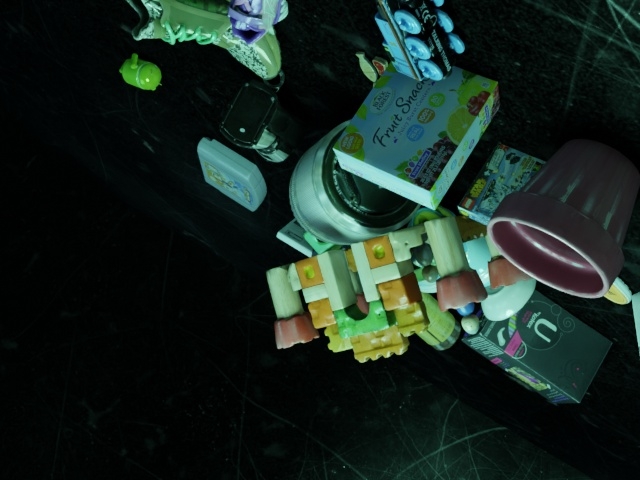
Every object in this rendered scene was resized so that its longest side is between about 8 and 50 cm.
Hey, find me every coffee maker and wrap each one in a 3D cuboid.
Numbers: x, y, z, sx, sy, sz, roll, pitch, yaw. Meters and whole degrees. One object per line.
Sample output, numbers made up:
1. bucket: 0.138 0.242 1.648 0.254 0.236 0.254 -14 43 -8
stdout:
1. coffee maker: -0.096 -0.249 1.796 0.120 0.171 0.178 55 -166 16

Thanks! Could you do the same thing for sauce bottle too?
1. sauce bottle: 0.248 0.170 2.449 0.344 0.111 0.111 43 163 -26

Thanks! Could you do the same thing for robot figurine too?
1. robot figurine: -0.434 -0.405 2.151 0.115 0.067 0.101 23 163 34

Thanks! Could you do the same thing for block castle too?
1. block castle: 0.145 0.093 1.684 0.453 0.213 0.303 -17 178 35

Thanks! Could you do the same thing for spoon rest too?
1. spoon rest: 0.373 0.096 1.933 0.084 0.137 0.276 41 177 -25

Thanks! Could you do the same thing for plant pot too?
1. plant pot: 0.378 -0.043 1.324 0.201 0.180 0.201 31 166 9

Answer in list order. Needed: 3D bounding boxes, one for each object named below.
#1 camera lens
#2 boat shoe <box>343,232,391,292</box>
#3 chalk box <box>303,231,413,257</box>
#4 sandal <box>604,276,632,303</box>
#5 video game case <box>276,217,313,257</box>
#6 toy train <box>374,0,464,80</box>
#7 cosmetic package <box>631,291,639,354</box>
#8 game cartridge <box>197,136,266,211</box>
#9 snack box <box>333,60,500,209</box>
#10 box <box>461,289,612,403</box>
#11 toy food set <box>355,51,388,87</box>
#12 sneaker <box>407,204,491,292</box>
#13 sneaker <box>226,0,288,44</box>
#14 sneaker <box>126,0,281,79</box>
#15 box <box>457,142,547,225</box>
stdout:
1. camera lens: 0.065 -0.107 1.717 0.219 0.219 0.274 36 165 -9
2. boat shoe: 0.114 0.034 1.991 0.113 0.127 0.340 86 166 -80
3. chalk box: 0.086 0.061 2.175 0.289 0.179 0.180 39 124 -22
4. sandal: 0.475 0.059 1.653 0.265 0.076 0.102 38 165 -15
5. video game case: 0.000 0.000 2.375 0.190 0.173 0.022 31 123 11
6. toy train: 0.130 -0.299 1.246 0.105 0.080 0.184 30 166 39
7. cosmetic package: 0.675 0.199 1.349 0.217 0.156 0.385 -31 118 34
8. game cartridge: -0.245 -0.179 2.509 0.198 0.062 0.297 36 166 9
9. snack box: 0.147 -0.174 1.350 0.174 0.207 0.070 28 164 25
10. box: 0.485 0.228 1.999 0.270 0.165 0.143 34 166 -1
11. toy food set: 0.112 -0.271 1.498 0.078 0.019 0.122 21 153 39
12. sneaker: 0.238 0.010 1.927 0.208 0.127 0.319 37 156 -21
13. sneaker: -0.105 -0.390 1.408 0.095 0.105 0.236 34 164 6
14. sneaker: -0.250 -0.396 1.544 0.410 0.182 0.158 39 165 -23
15. box: 0.299 -0.085 1.446 0.094 0.137 0.027 27 164 25
